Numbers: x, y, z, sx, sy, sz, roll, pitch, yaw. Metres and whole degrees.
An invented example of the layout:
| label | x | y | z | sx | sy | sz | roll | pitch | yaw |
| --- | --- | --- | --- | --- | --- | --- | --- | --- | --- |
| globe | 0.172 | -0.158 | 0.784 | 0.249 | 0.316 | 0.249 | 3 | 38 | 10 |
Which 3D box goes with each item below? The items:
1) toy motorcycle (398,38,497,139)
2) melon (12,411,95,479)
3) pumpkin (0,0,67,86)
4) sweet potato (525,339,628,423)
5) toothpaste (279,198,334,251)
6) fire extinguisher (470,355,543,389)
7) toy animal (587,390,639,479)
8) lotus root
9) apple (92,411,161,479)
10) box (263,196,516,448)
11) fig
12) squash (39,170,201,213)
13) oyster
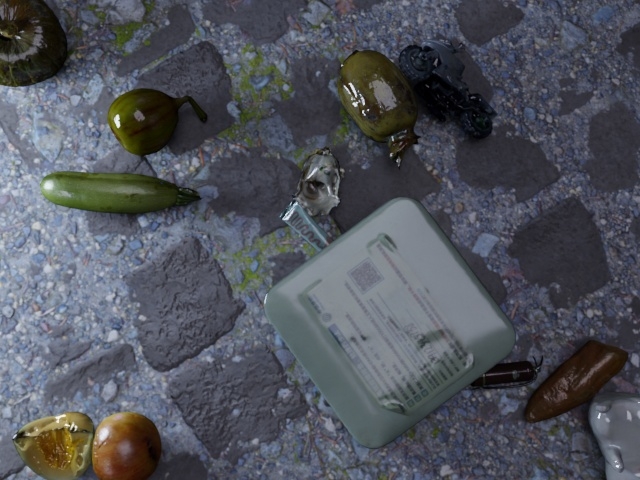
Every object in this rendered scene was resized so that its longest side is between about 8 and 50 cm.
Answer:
| label | x | y | z | sx | sy | sz | roll | pitch | yaw |
| --- | --- | --- | --- | --- | --- | --- | --- | --- | --- |
| toy motorcycle | 0.291 | -0.348 | 1.733 | 0.270 | 0.106 | 0.159 | 40 | 51 | -13 |
| melon | -0.509 | 0.405 | 1.532 | 0.160 | 0.079 | 0.128 | -5 | 98 | 2 |
| pumpkin | -0.665 | -0.438 | 1.672 | 0.219 | 0.162 | 0.219 | 1 | 81 | -4 |
| sweet potato | 0.523 | 0.289 | 1.615 | 0.252 | 0.097 | 0.097 | -37 | 82 | 1 |
| toothpaste | 0.000 | 0.000 | 1.674 | 0.205 | 0.036 | 0.056 | 44 | 110 | 7 |
| fire extinguisher | 0.391 | 0.279 | 1.632 | 0.158 | 0.043 | 0.064 | -5 | 94 | -4 |
| toy animal | 0.623 | 0.443 | 1.560 | 0.141 | 0.138 | 0.282 | -8 | 79 | -10 |
| lotus root | 0.139 | -0.289 | 1.693 | 0.154 | 0.154 | 0.278 | -29 | 82 | -10 |
| apple | -0.371 | 0.404 | 1.505 | 0.147 | 0.146 | 0.146 | 1 | 77 | -4 |
| box | 0.135 | 0.164 | 1.581 | 0.397 | 0.111 | 0.396 | -36 | 85 | -1 |
| fig | -0.356 | -0.263 | 1.658 | 0.186 | 0.142 | 0.148 | -32 | 108 | 2 |
| squash | -0.423 | -0.101 | 1.643 | 0.341 | 0.094 | 0.094 | 5 | 77 | -3 |
| oyster | 0.006 | -0.131 | 1.697 | 0.108 | 0.053 | 0.165 | 11 | 84 | 26 |
